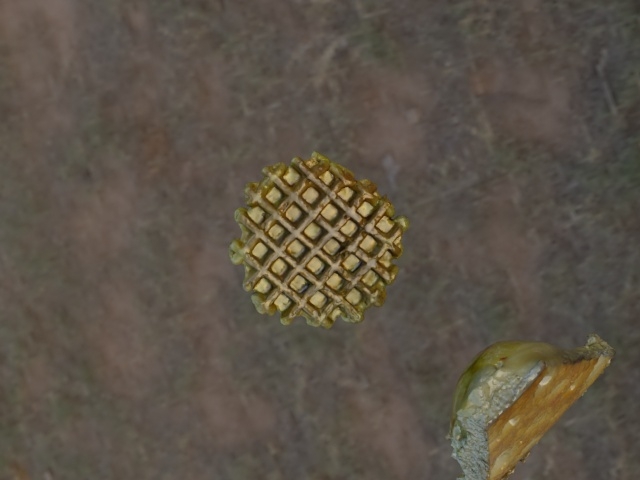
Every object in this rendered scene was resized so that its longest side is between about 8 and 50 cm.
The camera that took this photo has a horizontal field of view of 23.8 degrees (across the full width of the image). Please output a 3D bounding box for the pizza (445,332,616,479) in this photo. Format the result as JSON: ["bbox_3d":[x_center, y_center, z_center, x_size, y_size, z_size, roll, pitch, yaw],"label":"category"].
[{"bbox_3d":[0.188,0.135,1.424,0.080,0.204,0.188,40,165,26],"label":"pizza"}]

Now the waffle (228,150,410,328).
[{"bbox_3d":[-0.004,0.003,1.551,0.038,0.191,0.191,-136,32,-79],"label":"waffle"}]
